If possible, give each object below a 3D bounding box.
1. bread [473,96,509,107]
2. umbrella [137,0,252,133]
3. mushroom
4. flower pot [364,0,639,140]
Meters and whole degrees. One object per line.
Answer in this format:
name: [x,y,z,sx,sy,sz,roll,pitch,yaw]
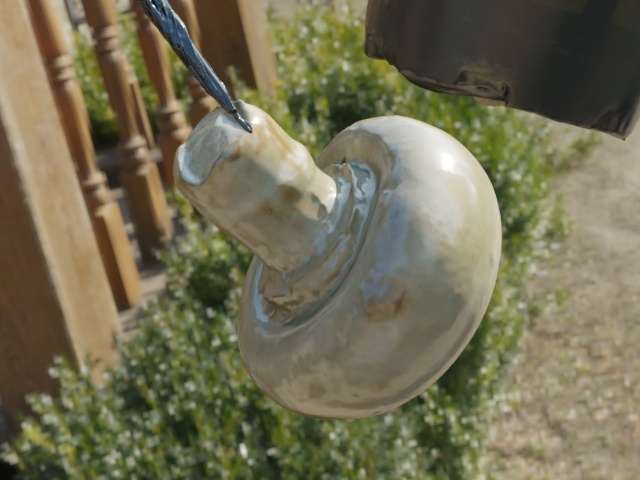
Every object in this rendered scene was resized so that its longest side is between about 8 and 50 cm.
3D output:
bread: [0.171,-0.174,1.174,0.082,0.113,0.060,2,5,4]
umbrella: [-0.078,-0.106,0.610,0.022,0.148,0.022,-29,-10,-20]
mushroom: [0.013,0.012,0.831,0.206,0.206,0.209,4,-8,37]
flower pot: [0.087,-0.107,0.543,0.158,0.106,0.157,15,11,-3]
